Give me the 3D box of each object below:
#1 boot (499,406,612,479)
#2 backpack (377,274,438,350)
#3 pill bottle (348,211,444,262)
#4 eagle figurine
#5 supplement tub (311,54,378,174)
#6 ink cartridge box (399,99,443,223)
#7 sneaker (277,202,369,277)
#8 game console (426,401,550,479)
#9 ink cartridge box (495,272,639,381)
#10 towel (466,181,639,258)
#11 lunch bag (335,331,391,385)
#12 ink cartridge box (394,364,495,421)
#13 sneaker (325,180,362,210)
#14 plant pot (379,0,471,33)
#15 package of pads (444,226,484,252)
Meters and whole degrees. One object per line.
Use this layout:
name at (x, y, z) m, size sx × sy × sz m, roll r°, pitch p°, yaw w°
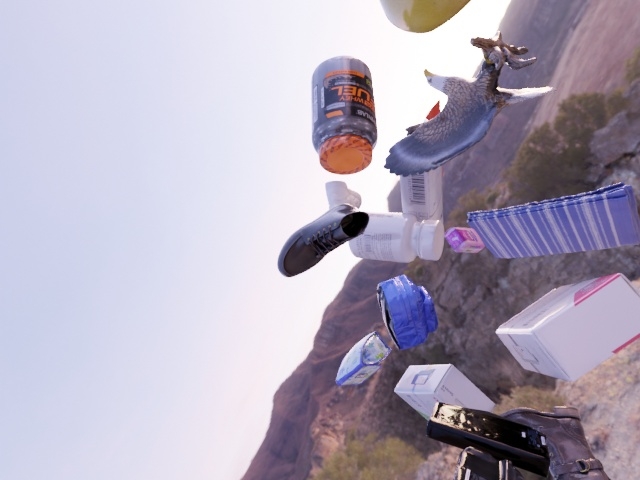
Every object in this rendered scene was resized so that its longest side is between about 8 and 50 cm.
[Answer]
boot at (0.598, 0.562, 1.099) m, size 0.229 × 0.263 × 0.091 m, roll -87°, pitch -23°, yaw -45°
backpack at (0.162, 0.125, 0.802) m, size 0.098 × 0.101 × 0.120 m, roll -114°, pitch 1°, yaw -67°
pill bottle at (0.201, -0.008, 1.119) m, size 0.131 × 0.229 × 0.131 m, roll -14°, pitch -74°, yaw -59°
eagle figurine at (0.281, -0.264, 0.860) m, size 0.225 × 0.226 × 0.298 m, roll -109°, pitch 32°, yaw -43°
supplement tub at (0.073, -0.391, 1.332) m, size 0.207 × 0.207 × 0.337 m, roll 88°, pitch 180°, yaw -66°
ink cartridge box at (0.352, -0.207, 1.298) m, size 0.385 × 0.091 × 0.308 m, roll -55°, pitch -37°, yaw -37°
sneaker at (0.000, 0.000, 0.902) m, size 0.222 × 0.083 × 0.118 m, roll -43°, pitch 15°, yaw -6°
game console at (0.279, 0.384, 0.730) m, size 0.361 × 0.213 × 0.043 m, roll -5°, pitch -77°, yaw -65°
ink cartridge box at (0.529, 0.186, 0.910) m, size 0.207 × 0.117 × 0.283 m, roll -35°, pitch -15°, yaw 1°
towel at (0.555, -0.032, 1.010) m, size 0.243 × 0.336 × 0.040 m, roll 36°, pitch -124°, yaw -41°
lunch bag at (0.122, 0.361, 1.252) m, size 0.151 × 0.096 × 0.129 m, roll -23°, pitch -23°, yaw -54°
ink cartridge box at (0.315, 0.406, 1.094) m, size 0.093 × 0.154 × 0.212 m, roll -49°, pitch 1°, yaw -23°
sneaker at (0.088, -0.104, 1.568) m, size 0.292 × 0.108 × 0.169 m, roll 19°, pitch -114°, yaw -67°
plant pot at (0.107, -0.273, 0.428) m, size 0.134 × 0.134 × 0.095 m, roll -59°, pitch -9°, yaw -23°
package of pads at (0.297, -0.001, 0.869) m, size 0.083 × 0.050 × 0.032 m, roll 3°, pitch -41°, yaw -40°
